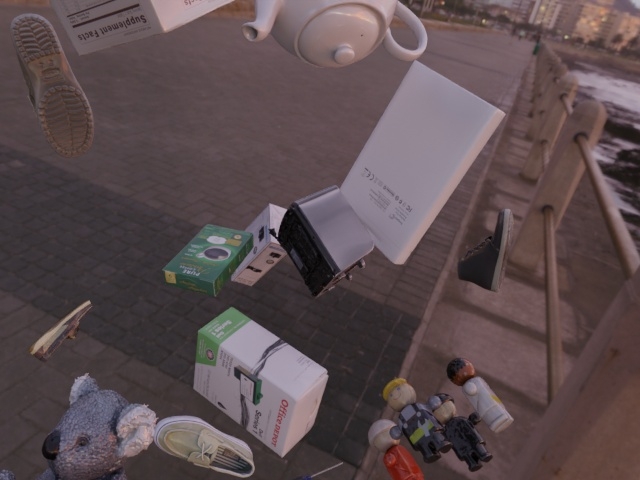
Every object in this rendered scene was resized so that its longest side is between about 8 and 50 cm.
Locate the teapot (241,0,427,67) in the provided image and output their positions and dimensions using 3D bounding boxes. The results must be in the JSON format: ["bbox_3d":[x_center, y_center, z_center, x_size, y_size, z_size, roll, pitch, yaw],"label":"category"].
[{"bbox_3d":[0.026,-0.372,0.825,0.255,0.187,0.252,-19,-18,15],"label":"teapot"}]

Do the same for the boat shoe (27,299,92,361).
[{"bbox_3d":[-0.783,0.278,1.548,0.073,0.080,0.223,52,48,-14],"label":"boat shoe"}]

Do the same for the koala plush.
[{"bbox_3d":[-0.330,0.313,0.711,0.196,0.221,0.203,9,-12,34],"label":"koala plush"}]

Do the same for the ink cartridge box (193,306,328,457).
[{"bbox_3d":[-0.111,0.247,0.890,0.219,0.160,0.092,28,36,23],"label":"ink cartridge box"}]

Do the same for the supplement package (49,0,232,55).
[{"bbox_3d":[-0.197,-0.319,0.459,0.139,0.244,0.134,3,38,32],"label":"supplement package"}]

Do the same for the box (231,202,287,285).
[{"bbox_3d":[-0.215,0.021,1.795,0.087,0.290,0.169,18,51,-31],"label":"box"}]

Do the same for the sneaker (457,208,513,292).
[{"bbox_3d":[0.429,0.019,1.322,0.118,0.222,0.083,15,16,30],"label":"sneaker"}]

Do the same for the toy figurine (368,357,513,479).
[{"bbox_3d":[0.198,0.313,0.869,0.212,0.210,0.148,-15,43,-21],"label":"toy figurine"}]

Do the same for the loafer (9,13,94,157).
[{"bbox_3d":[-0.488,-0.279,0.926,0.094,0.251,0.087,-18,27,-25],"label":"loafer"}]

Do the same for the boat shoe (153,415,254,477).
[{"bbox_3d":[-0.307,0.564,1.379,0.302,0.109,0.094,28,-9,-25],"label":"boat shoe"}]

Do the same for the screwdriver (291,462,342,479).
[{"bbox_3d":[-0.013,0.652,1.397,0.169,0.024,0.025,-23,37,11],"label":"screwdriver"}]

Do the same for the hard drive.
[{"bbox_3d":[0.183,-0.161,1.043,0.047,0.353,0.233,6,32,-45],"label":"hard drive"}]

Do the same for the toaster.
[{"bbox_3d":[0.000,0.000,0.975,0.110,0.168,0.186,-28,77,-24],"label":"toaster"}]

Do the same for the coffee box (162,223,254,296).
[{"bbox_3d":[-0.221,0.035,1.016,0.113,0.041,0.184,11,34,12],"label":"coffee box"}]
